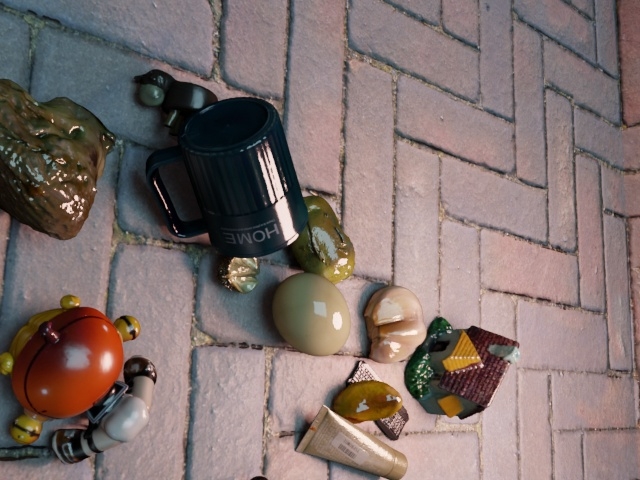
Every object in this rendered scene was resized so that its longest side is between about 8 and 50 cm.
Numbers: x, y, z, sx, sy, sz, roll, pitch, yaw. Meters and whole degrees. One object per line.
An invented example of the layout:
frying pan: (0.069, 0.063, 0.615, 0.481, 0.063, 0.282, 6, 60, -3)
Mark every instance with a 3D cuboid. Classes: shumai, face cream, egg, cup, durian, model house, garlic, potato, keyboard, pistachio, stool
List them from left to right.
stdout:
shumai: (-0.519, -0.187, 1.387, 0.283, 0.217, 0.346, -39, 107, -38)
stool: (-0.331, -0.313, 1.644, 0.217, 0.125, 0.121, 20, 80, -25)
cup: (-0.202, -0.147, 1.611, 0.242, 0.308, 0.292, -69, 156, -43)
durian: (-0.210, 0.078, 1.718, 0.140, 0.071, 0.110, -9, 95, -58)
egg: (-0.021, 0.189, 1.795, 0.241, 0.186, 0.186, 56, 52, -33)
potato: (0.000, 0.000, 1.869, 0.248, 0.143, 0.169, 68, 23, -4)
face cream: (0.094, 0.558, 1.910, 0.341, 0.084, 0.137, 32, 89, -31)
pistachio: (0.125, 0.435, 1.934, 0.189, 0.100, 0.110, -10, 71, -5)
keyboard: (0.167, 0.457, 2.032, 0.262, 0.016, 0.106, 52, 53, -23)
garlic: (0.233, 0.237, 2.069, 0.228, 0.110, 0.217, -8, 85, -42)
model house: (0.445, 0.386, 2.136, 0.230, 0.249, 0.280, 52, 54, -22)

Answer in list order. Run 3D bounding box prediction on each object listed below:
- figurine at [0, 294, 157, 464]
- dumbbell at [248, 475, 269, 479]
figurine: (-0.467, 0.257, 1.377, 0.320, 0.196, 0.323, -51, 126, -28)
dumbbell: (-0.189, 0.642, 1.604, 0.225, 0.140, 0.124, -21, 139, -41)
